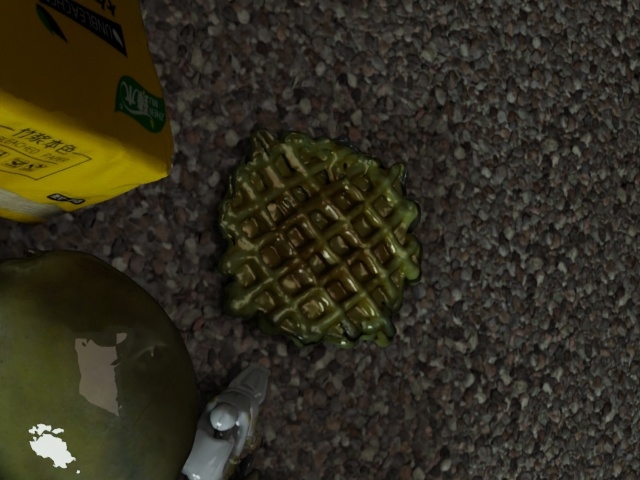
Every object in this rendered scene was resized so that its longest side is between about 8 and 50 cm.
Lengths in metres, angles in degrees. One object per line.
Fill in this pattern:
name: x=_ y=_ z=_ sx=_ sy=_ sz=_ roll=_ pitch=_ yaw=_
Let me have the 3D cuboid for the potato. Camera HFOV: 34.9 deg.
potato: x=-0.257 y=0.169 z=1.088 sx=0.221 sy=0.243 sz=0.326 roll=-43 pitch=135 yaw=-67

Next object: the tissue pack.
tissue pack: x=-0.332 y=-0.194 z=0.943 sx=0.382 sy=0.228 sz=0.293 roll=23 pitch=49 yaw=-67

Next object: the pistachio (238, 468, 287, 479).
pistachio: x=-0.078 y=0.442 z=1.230 sx=0.208 sy=0.226 sz=0.332 roll=-1 pitch=68 yaw=9

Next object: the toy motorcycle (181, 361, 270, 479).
toy motorcycle: x=-0.117 y=0.235 z=1.220 sx=0.074 sy=0.151 sz=0.228 roll=22 pitch=40 yaw=10

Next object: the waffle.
waffle: x=0.000 y=0.000 z=1.375 sx=0.317 sy=0.073 sz=0.297 roll=11 pitch=76 yaw=-26
